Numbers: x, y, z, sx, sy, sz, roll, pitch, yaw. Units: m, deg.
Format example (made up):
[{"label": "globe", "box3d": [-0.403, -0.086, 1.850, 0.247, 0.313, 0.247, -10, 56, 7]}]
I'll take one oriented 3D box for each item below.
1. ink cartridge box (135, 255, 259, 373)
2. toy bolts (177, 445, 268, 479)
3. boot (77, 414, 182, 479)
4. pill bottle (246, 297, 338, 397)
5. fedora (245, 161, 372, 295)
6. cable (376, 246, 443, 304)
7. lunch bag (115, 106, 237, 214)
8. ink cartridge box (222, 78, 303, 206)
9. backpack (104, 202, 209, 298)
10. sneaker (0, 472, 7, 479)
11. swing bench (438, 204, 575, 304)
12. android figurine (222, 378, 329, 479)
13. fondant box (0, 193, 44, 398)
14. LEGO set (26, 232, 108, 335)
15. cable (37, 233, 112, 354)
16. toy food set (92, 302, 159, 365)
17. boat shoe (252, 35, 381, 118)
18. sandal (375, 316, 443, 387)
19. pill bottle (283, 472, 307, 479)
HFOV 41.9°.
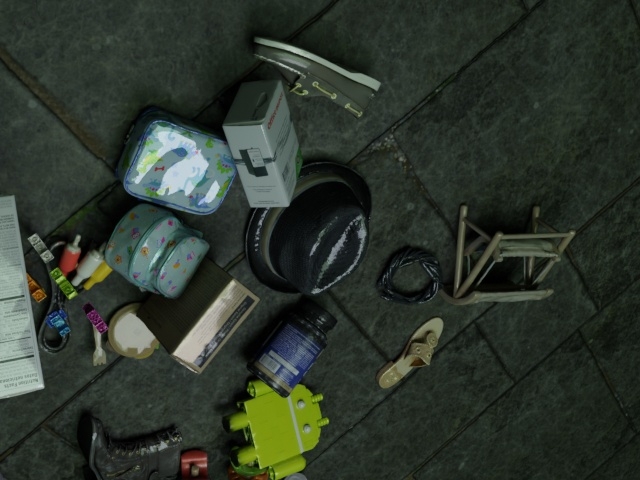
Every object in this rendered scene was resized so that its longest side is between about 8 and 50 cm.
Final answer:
[{"label": "ink cartridge box", "box3d": [-0.254, 0.136, 1.705, 0.088, 0.235, 0.193, 42, 84, -33]}, {"label": "toy bolts", "box3d": [-0.240, 0.623, 2.053, 0.229, 0.218, 0.158, 3, 133, -9]}, {"label": "boot", "box3d": [-0.432, 0.477, 1.933, 0.229, 0.091, 0.263, -15, 127, -27]}, {"label": "pill bottle", "box3d": [-0.062, 0.246, 1.952, 0.219, 0.123, 0.123, -51, 129, -9]}, {"label": "fedora", "box3d": [0.000, 0.000, 1.835, 0.334, 0.152, 0.334, -13, 122, -21]}, {"label": "cable", "box3d": [0.232, 0.092, 2.087, 0.184, 0.047, 0.150, 15, 104, -30]}, {"label": "lunch bag", "box3d": [-0.279, -0.149, 1.639, 0.219, 0.090, 0.176, 15, 108, -35]}, {"label": "ink cartridge box", "box3d": [-0.109, -0.190, 1.647, 0.087, 0.153, 0.208, 0, 133, 16]}, {"label": "backpack", "box3d": [-0.321, 0.019, 1.640, 0.166, 0.144, 0.188, -57, 150, -3]}, {"label": "sneaker", "box3d": [-0.757, 0.559, 1.768, 0.180, 0.124, 0.321, -30, 127, -11]}, {"label": "swing bench", "box3d": [0.463, 0.055, 2.109, 0.253, 0.165, 0.254, -2, 118, -28]}, {"label": "android figurine", "box3d": [-0.101, 0.448, 2.036, 0.273, 0.056, 0.248, -11, 88, -32]}, {"label": "fondant box", "box3d": [-0.566, 0.087, 1.457, 0.096, 0.238, 0.330, -8, 96, -25]}, {"label": "LEGO set", "box3d": [-0.515, 0.098, 1.611, 0.087, 0.093, 0.227, -36, 106, -14]}, {"label": "cable", "box3d": [-0.513, 0.107, 1.670, 0.139, 0.072, 0.287, 21, 104, -33]}, {"label": "toy food set", "box3d": [-0.400, 0.196, 1.807, 0.192, 0.038, 0.132, -7, 106, -25]}, {"label": "boat shoe", "box3d": [-0.012, -0.325, 1.670, 0.305, 0.109, 0.091, 14, 105, -37]}, {"label": "sandal", "box3d": [0.255, 0.313, 2.198, 0.240, 0.079, 0.088, -45, 128, 1]}, {"label": "pill bottle", "box3d": [-0.059, 0.688, 2.253, 0.067, 0.067, 0.120, -22, 125, -16]}]
